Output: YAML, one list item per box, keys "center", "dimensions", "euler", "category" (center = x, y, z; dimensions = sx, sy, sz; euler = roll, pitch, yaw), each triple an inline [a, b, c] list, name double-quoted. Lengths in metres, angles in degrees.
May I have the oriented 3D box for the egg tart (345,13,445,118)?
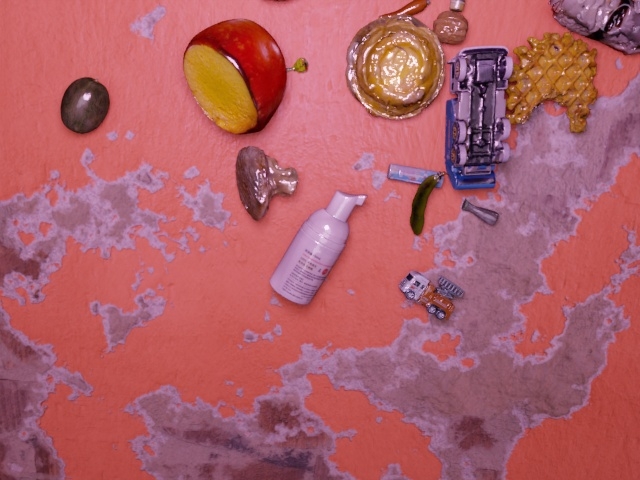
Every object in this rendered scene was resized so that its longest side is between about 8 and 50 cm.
- center: [0.199, -0.461, 1.284]
  dimensions: [0.279, 0.095, 0.278]
  euler: [3, 108, 9]
  category: "egg tart"

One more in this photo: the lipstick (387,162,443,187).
- center: [0.275, -0.189, 1.398]
  dimensions: [0.158, 0.048, 0.048]
  euler: [10, 106, -3]
  category: "lipstick"

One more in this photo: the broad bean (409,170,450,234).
- center: [0.301, -0.111, 1.396]
  dimensions: [0.069, 0.039, 0.226]
  euler: [33, 131, 16]
  category: "broad bean"

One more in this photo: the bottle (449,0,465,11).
- center: [0.385, -0.732, 1.227]
  dimensions: [0.083, 0.083, 0.269]
  euler: [13, 111, -4]
  category: "bottle"

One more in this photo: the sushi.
- center: [0.735, -0.586, 1.243]
  dimensions: [0.332, 0.130, 0.124]
  euler: [21, 105, -7]
  category: "sushi"

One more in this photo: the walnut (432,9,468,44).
- center: [0.345, -0.566, 1.277]
  dimensions: [0.096, 0.082, 0.078]
  euler: [19, 77, -4]
  category: "walnut"

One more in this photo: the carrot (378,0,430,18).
- center: [0.226, -0.614, 1.285]
  dimensions: [0.142, 0.035, 0.035]
  euler: [-18, 105, 10]
  category: "carrot"

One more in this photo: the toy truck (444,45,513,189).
- center: [0.414, -0.322, 1.294]
  dimensions: [0.146, 0.175, 0.367]
  euler: [-2, 106, -1]
  category: "toy truck"

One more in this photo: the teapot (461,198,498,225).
- center: [0.473, -0.087, 1.434]
  dimensions: [0.111, 0.043, 0.042]
  euler: [26, 104, -3]
  category: "teapot"

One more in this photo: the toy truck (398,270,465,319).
- center: [0.339, 0.155, 1.481]
  dimensions: [0.178, 0.080, 0.115]
  euler: [32, 98, -10]
  category: "toy truck"

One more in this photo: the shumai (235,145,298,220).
- center: [-0.152, -0.168, 1.368]
  dimensions: [0.153, 0.161, 0.209]
  euler: [-12, 83, -19]
  category: "shumai"

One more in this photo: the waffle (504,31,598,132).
- center: [0.633, -0.426, 1.290]
  dimensions: [0.293, 0.069, 0.259]
  euler: [-1, 104, -17]
  category: "waffle"

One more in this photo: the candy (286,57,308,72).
- center: [-0.092, -0.473, 1.328]
  dimensions: [0.123, 0.035, 0.035]
  euler: [-12, 74, 12]
  category: "candy"

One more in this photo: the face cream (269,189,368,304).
- center: [0.000, 0.000, 1.404]
  dimensions: [0.145, 0.145, 0.369]
  euler: [29, 102, -8]
  category: "face cream"

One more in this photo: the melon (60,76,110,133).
- center: [-0.642, -0.372, 1.310]
  dimensions: [0.114, 0.114, 0.167]
  euler: [32, 106, -9]
  category: "melon"

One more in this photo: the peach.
- center: [-0.203, -0.417, 1.235]
  dimensions: [0.245, 0.249, 0.274]
  euler: [-30, 114, -15]
  category: "peach"
